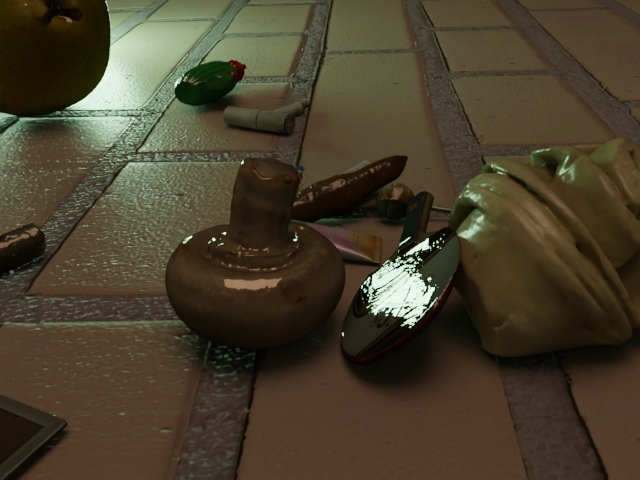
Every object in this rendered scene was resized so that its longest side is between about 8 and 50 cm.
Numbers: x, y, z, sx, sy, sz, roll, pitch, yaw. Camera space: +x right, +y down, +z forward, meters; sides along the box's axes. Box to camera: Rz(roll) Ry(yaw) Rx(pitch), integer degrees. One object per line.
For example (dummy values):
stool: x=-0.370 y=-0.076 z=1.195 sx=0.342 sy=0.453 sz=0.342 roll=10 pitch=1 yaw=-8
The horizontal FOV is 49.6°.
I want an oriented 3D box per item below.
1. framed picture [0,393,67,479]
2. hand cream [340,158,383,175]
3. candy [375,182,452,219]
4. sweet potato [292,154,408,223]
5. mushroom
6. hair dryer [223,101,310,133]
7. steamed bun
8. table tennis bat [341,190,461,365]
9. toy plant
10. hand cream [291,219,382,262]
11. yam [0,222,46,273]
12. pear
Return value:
framed picture: x=-0.417 y=0.229 z=0.626 sx=0.233 sy=0.019 sz=0.296 roll=13 pitch=32 yaw=24
hand cream: x=0.054 y=-0.089 z=1.139 sx=0.142 sy=0.053 sz=0.084 roll=-33 pitch=38 yaw=-19
candy: x=0.184 y=-0.046 z=1.051 sx=0.203 sy=0.061 sz=0.061 roll=11 pitch=31 yaw=6
sweet potato: x=0.032 y=-0.073 z=1.066 sx=0.274 sy=0.067 sz=0.067 roll=-26 pitch=35 yaw=-17
mushroom: x=-0.071 y=0.028 z=0.791 sx=0.207 sy=0.209 sz=0.206 roll=8 pitch=51 yaw=-10
hair dryer: x=-0.095 y=-0.275 z=1.486 sx=0.155 sy=0.044 sz=0.183 roll=13 pitch=28 yaw=24
steamed bun: x=0.279 y=-0.015 z=0.819 sx=0.289 sy=0.203 sz=0.276 roll=-14 pitch=30 yaw=-17
table tennis bat: x=0.104 y=0.030 z=0.823 sx=0.173 sy=0.022 sz=0.301 roll=-34 pitch=20 yaw=34
toy plant: x=-0.260 y=-0.372 z=1.618 sx=0.155 sy=0.088 sz=0.240 roll=-15 pitch=21 yaw=7
hand cream: x=0.000 y=0.000 z=0.984 sx=0.174 sy=0.047 sz=0.076 roll=9 pitch=29 yaw=3
yam: x=-0.452 y=0.022 z=0.964 sx=0.054 sy=0.054 sz=0.132 roll=23 pitch=39 yaw=38
pear: x=-0.646 y=-0.454 z=1.530 sx=0.419 sy=0.362 sz=0.362 roll=-11 pitch=15 yaw=48
